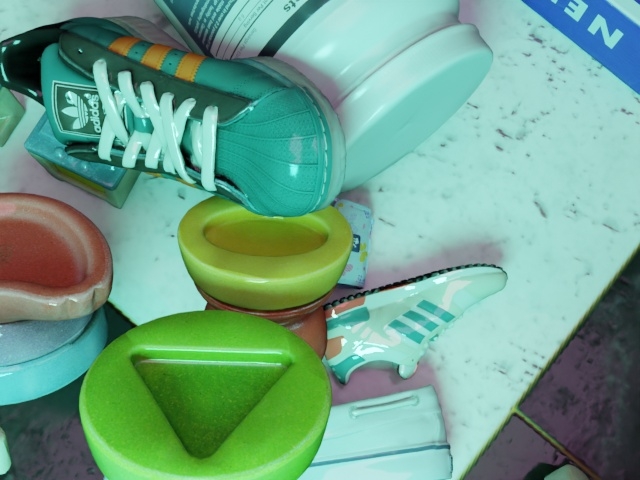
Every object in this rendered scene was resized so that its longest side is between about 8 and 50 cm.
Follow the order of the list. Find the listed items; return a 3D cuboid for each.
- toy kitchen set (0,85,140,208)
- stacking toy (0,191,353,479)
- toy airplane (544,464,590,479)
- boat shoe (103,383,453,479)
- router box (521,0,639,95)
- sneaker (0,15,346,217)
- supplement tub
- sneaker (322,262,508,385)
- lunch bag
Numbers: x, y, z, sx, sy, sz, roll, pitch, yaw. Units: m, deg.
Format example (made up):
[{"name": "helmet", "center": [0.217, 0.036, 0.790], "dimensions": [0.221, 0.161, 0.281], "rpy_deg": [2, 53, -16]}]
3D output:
[{"name": "toy kitchen set", "center": [-0.263, -0.021, 0.628], "dimensions": [0.166, 0.122, 0.207], "rpy_deg": [26, 77, 5]}, {"name": "stacking toy", "center": [-0.129, 0.087, 0.519], "dimensions": [0.309, 0.130, 0.279], "rpy_deg": [1, 33, -6]}, {"name": "toy airplane", "center": [0.215, 0.351, 0.452], "dimensions": [0.273, 0.386, 0.384], "rpy_deg": [-22, 88, 9]}, {"name": "boat shoe", "center": [-0.031, 0.152, 0.615], "dimensions": [0.258, 0.095, 0.084], "rpy_deg": [-2, 71, -13]}, {"name": "router box", "center": [0.269, -0.350, 0.746], "dimensions": [0.335, 0.082, 0.301], "rpy_deg": [41, 78, 8]}, {"name": "sneaker", "center": [-0.118, -0.084, 0.561], "dimensions": [0.121, 0.108, 0.302], "rpy_deg": [-17, 33, -41]}, {"name": "supplement tub", "center": [-0.015, -0.191, 0.643], "dimensions": [0.191, 0.191, 0.272], "rpy_deg": [-35, 80, -10]}, {"name": "sneaker", "center": [0.076, 0.068, 0.654], "dimensions": [0.161, 0.057, 0.075], "rpy_deg": [-15, 87, -4]}, {"name": "lunch bag", "center": [0.000, 0.000, 0.666], "dimensions": [0.083, 0.053, 0.071], "rpy_deg": [11, 79, -4]}]
